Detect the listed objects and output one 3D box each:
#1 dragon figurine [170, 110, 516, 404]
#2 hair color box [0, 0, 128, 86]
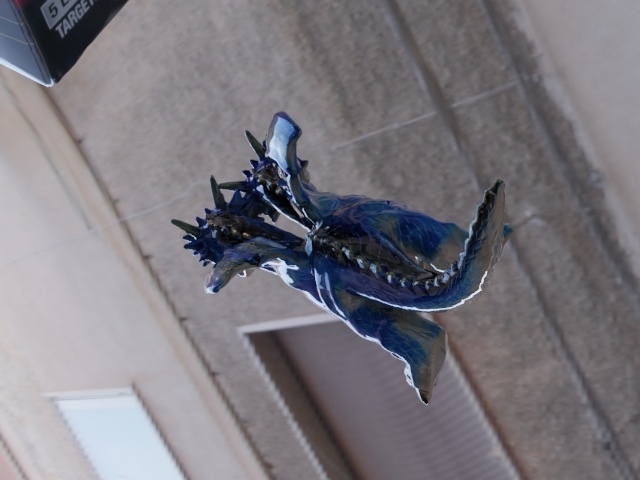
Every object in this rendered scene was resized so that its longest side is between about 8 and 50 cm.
[{"bbox_3d":[0.000,0.000,0.624,0.144,0.289,0.085,26,-92,1],"label":"dragon figurine"},{"bbox_3d":[-0.125,-0.247,0.469,0.113,0.374,0.185,26,-115,24],"label":"hair color box"}]
